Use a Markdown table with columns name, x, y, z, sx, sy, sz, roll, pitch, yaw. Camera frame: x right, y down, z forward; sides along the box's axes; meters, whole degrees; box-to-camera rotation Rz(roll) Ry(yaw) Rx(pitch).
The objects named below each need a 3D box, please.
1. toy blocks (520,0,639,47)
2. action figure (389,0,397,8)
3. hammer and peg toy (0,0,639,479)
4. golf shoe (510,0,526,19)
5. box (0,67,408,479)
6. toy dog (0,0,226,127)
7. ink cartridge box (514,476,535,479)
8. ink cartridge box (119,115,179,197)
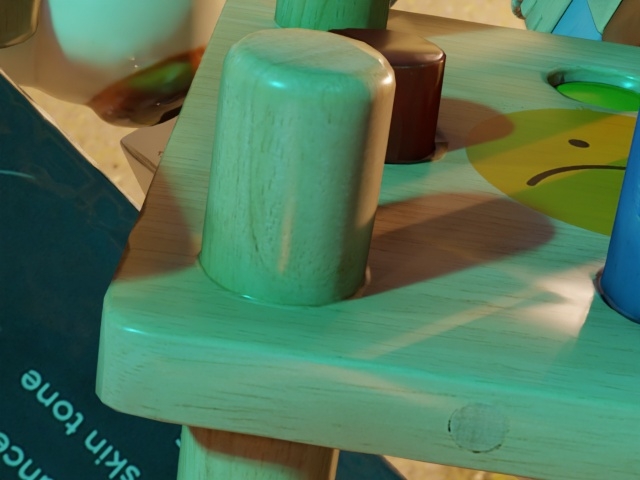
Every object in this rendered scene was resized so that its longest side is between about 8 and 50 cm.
| name | x | y | z | sx | sy | sz | roll | pitch | yaw |
| --- | --- | --- | --- | --- | --- | --- | --- | --- | --- |
| toy blocks | 0.206 | -0.166 | 0.810 | 0.191 | 0.261 | 0.381 | 17 | 38 | -18 |
| action figure | 0.050 | -0.210 | 0.999 | 0.137 | 0.232 | 0.063 | 16 | 43 | -23 |
| hammer and peg toy | 0.031 | -0.011 | 0.420 | 0.361 | 0.127 | 0.266 | 8 | 25 | -1 |
| golf shoe | 0.175 | -0.196 | 1.037 | 0.176 | 0.069 | 0.086 | -23 | 97 | -47 |
| box | -0.303 | 0.146 | 0.689 | 0.480 | 0.297 | 0.472 | 46 | 56 | -4 |
| toy dog | -0.269 | -0.232 | 1.220 | 0.408 | 0.395 | 0.284 | 6 | 78 | -28 |
| ink cartridge box | 0.217 | 0.088 | 1.232 | 0.160 | 0.092 | 0.219 | 30 | 66 | -12 |
| ink cartridge box | 0.000 | 0.000 | 1.670 | 0.279 | 0.160 | 0.384 | -31 | 117 | -13 |
